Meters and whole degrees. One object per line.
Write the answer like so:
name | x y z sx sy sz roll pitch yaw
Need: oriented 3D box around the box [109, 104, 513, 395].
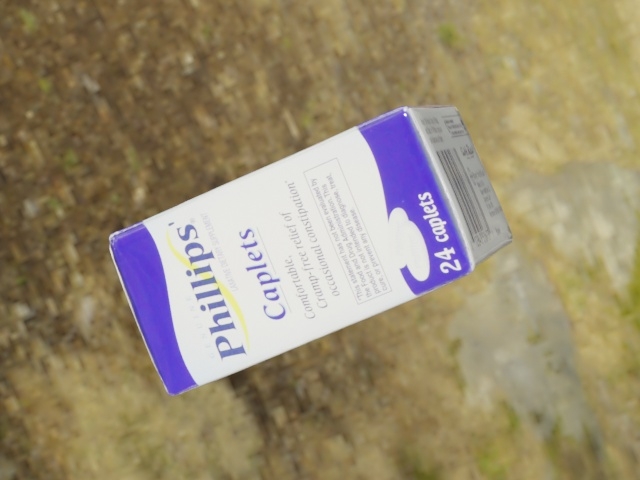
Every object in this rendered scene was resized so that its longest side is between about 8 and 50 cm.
box | 0.000 0.000 0.688 0.072 0.137 0.126 67 14 1
